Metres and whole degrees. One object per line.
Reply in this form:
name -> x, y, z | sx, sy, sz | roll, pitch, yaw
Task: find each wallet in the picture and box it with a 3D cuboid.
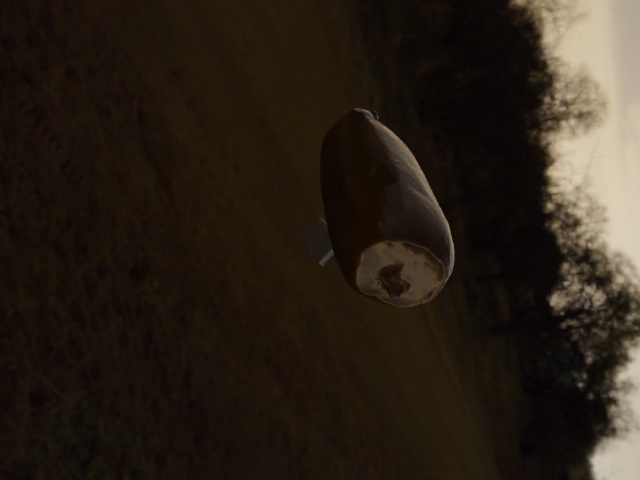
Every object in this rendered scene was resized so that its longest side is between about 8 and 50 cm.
wallet -> 0.000, 0.000, 1.043 | 0.011, 0.044, 0.083 | 43, 3, -30

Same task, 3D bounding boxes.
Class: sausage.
sausage -> 0.054, -0.055, 0.836 | 0.328, 0.112, 0.112 | -99, 173, -57
